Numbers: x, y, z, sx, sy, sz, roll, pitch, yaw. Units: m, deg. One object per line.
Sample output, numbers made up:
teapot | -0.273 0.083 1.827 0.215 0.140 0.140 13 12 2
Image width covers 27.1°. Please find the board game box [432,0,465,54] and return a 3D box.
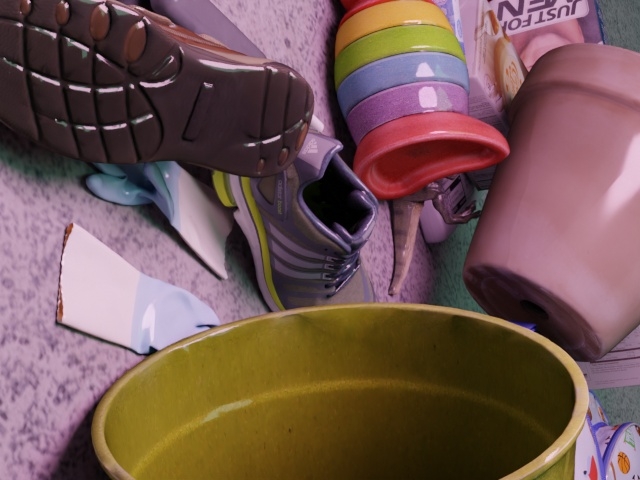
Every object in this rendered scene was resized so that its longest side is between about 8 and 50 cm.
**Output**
board game box | 0.127 -0.259 1.606 0.020 0.090 0.090 3 79 -56

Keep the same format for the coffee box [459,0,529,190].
coffee box | 0.208 -0.190 1.732 0.246 0.098 0.141 47 43 -48

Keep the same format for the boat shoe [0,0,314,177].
boat shoe | -0.153 -0.126 1.040 0.324 0.120 0.122 15 104 -45

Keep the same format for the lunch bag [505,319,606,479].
lunch bag | 0.166 0.283 1.411 0.328 0.239 0.385 0 89 -63

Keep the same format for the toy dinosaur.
toy dinosaur | 0.129 -0.067 1.622 0.064 0.118 0.268 152 -63 -72

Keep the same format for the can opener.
can opener | -0.085 -0.145 1.225 0.280 0.074 0.093 45 43 -50

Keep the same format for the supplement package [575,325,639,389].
supplement package | 0.400 0.063 2.004 0.262 0.198 0.199 68 29 -24

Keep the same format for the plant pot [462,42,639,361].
plant pot | 0.319 -0.021 1.565 0.280 0.323 0.323 -55 137 -18

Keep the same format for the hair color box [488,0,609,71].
hair color box | 0.351 -0.262 2.004 0.105 0.174 0.347 33 46 -66

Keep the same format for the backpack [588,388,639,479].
backpack | 0.334 0.337 1.785 0.263 0.213 0.276 59 34 -17

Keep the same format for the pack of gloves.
pack of gloves | -0.126 0.009 1.122 0.232 0.046 0.195 37 48 -55

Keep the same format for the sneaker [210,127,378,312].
sneaker | 0.000 0.000 1.253 0.111 0.121 0.300 -57 143 -24

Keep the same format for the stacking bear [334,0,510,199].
stacking bear | 0.088 -0.219 1.528 0.164 0.175 0.289 24 51 -60

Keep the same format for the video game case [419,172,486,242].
video game case | 0.164 -0.191 1.801 0.329 0.036 0.299 -44 120 -59

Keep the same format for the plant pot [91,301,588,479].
plant pot | 0.025 0.279 1.045 0.366 0.367 0.352 -42 132 -60
